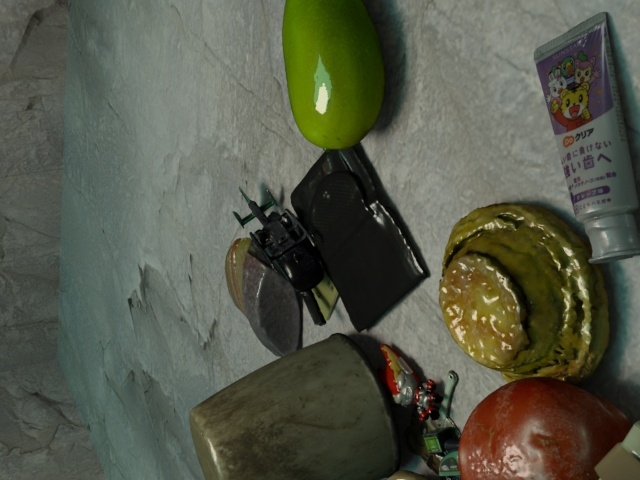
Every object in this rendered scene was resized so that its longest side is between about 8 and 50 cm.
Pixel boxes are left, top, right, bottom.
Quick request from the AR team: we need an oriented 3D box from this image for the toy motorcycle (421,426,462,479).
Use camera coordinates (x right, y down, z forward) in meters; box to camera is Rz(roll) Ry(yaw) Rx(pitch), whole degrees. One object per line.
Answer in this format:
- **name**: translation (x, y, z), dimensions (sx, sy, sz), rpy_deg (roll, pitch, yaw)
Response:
- **toy motorcycle**: translation (0.245, 0.345, 1.192), dimensions (0.173, 0.058, 0.100), rpy_deg (-30, 75, 53)

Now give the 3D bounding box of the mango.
- **mango**: translation (0.018, -0.326, 1.242), dimensions (0.192, 0.155, 0.343), rpy_deg (-4, 95, 56)

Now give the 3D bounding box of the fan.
- **fan**: translation (0.211, 0.323, 1.284), dimensions (0.152, 0.008, 0.227), rpy_deg (39, 132, 44)

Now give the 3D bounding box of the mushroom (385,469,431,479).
- **mushroom**: translation (0.240, 0.481, 1.174), dimensions (0.397, 0.126, 0.177), rpy_deg (-5, 108, 59)

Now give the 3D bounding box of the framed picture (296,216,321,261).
- **framed picture**: translation (0.000, 0.000, 1.506), dimensions (0.149, 0.011, 0.109), rpy_deg (-1, 98, 57)

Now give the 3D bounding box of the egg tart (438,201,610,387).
- **egg tart**: translation (0.259, 0.085, 1.031), dimensions (0.294, 0.123, 0.294), rpy_deg (23, 118, 54)

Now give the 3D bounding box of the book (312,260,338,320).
- **book**: translation (0.005, 0.105, 1.519), dimensions (0.077, 0.014, 0.111), rpy_deg (51, 143, 29)

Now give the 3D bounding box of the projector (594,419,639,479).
- **projector**: translation (0.398, 0.269, 0.767), dimensions (0.163, 0.242, 0.177), rpy_deg (44, 133, 38)

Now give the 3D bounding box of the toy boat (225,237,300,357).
- **toy boat**: translation (-0.154, 0.113, 1.665), dimensions (0.293, 0.111, 0.276), rpy_deg (40, 148, 39)

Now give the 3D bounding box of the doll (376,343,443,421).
- **doll**: translation (0.156, 0.263, 1.308), dimensions (0.169, 0.057, 0.109), rpy_deg (21, 109, 49)

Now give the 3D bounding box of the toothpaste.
- **toothpaste**: translation (0.335, -0.123, 0.909), dimensions (0.114, 0.073, 0.299), rpy_deg (-25, 71, 56)

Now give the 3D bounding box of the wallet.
- **wallet**: translation (0.058, -0.015, 1.379), dimensions (0.323, 0.041, 0.247), rpy_deg (61, 142, 17)

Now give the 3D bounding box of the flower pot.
- **flower pot**: translation (-0.060, 0.360, 1.378), dimensions (0.293, 0.330, 0.294), rpy_deg (163, 90, -71)

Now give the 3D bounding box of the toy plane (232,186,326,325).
- **toy plane**: translation (-0.087, 0.002, 1.527), dimensions (0.382, 0.106, 0.155), rpy_deg (50, 170, 36)

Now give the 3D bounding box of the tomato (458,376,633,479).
- **tomato**: translation (0.296, 0.292, 0.948), dimensions (0.232, 0.232, 0.189), rpy_deg (-50, 18, 51)
